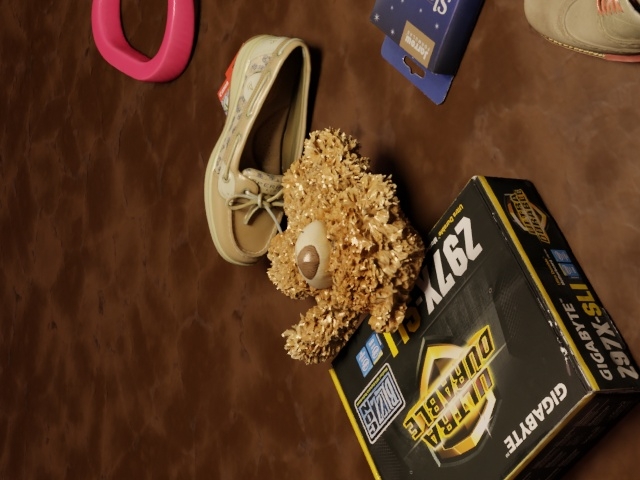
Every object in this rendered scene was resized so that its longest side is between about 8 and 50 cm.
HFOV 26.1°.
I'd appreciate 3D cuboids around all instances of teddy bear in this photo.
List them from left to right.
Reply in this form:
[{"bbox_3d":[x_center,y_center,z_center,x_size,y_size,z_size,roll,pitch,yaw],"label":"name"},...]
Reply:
[{"bbox_3d":[0.000,0.000,1.487,0.338,0.113,0.245,-114,44,-63],"label":"teddy bear"}]

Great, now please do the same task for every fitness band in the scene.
[{"bbox_3d":[-0.256,-0.344,2.004,0.291,0.054,0.209,35,120,52],"label":"fitness band"}]

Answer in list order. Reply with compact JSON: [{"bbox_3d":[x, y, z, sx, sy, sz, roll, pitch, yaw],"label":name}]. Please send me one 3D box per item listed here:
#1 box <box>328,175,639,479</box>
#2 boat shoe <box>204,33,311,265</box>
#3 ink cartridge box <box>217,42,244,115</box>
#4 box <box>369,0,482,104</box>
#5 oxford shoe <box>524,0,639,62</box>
[{"bbox_3d":[0.149,0.134,1.364,0.322,0.079,0.257,-55,45,39],"label":"box"},{"bbox_3d":[-0.071,-0.107,1.671,0.089,0.104,0.285,16,101,58],"label":"boat shoe"},{"bbox_3d":[-0.105,-0.195,1.790,0.063,0.029,0.115,-54,48,41],"label":"ink cartridge box"},{"bbox_3d":[0.120,-0.271,1.457,0.136,0.036,0.225,48,128,45],"label":"box"},{"bbox_3d":[0.275,-0.217,1.140,0.348,0.130,0.123,3,91,56],"label":"oxford shoe"}]
